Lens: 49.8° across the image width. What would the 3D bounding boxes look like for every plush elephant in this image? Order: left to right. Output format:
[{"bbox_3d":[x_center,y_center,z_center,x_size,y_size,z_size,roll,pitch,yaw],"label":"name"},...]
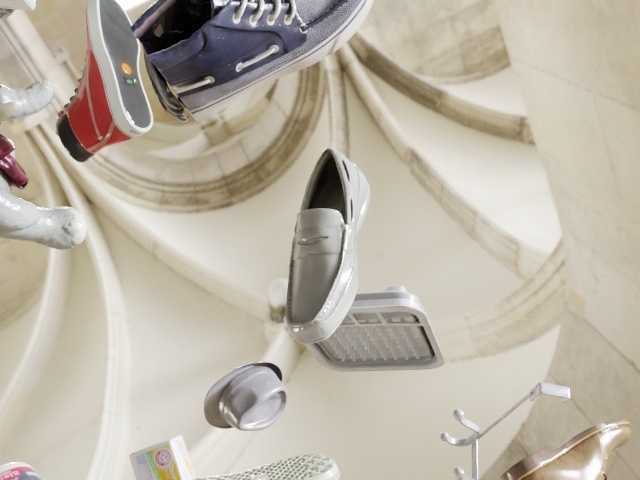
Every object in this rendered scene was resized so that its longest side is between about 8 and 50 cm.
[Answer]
[{"bbox_3d":[-0.500,-0.157,0.991,0.272,0.330,0.255,44,-65,28],"label":"plush elephant"}]

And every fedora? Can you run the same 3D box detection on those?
[{"bbox_3d":[-0.206,0.498,2.106,0.275,0.243,0.124,-16,-145,-36],"label":"fedora"}]

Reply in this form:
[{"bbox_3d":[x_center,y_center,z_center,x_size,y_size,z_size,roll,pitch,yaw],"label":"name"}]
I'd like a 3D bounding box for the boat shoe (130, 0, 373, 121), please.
[{"bbox_3d":[-0.078,-0.288,0.884,0.340,0.127,0.158,-36,164,-3],"label":"boat shoe"}]

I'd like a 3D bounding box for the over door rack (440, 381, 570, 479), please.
[{"bbox_3d":[0.301,0.402,1.195,0.324,0.108,0.239,129,-26,-50],"label":"over door rack"}]

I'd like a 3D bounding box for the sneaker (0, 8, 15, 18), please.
[{"bbox_3d":[-0.661,-0.475,1.338,0.130,0.087,0.227,-47,-164,-20],"label":"sneaker"}]

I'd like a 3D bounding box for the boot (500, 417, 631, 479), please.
[{"bbox_3d":[0.450,0.398,1.191,0.305,0.112,0.115,-13,-125,-33],"label":"boot"}]

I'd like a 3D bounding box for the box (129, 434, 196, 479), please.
[{"bbox_3d":[-0.370,0.593,1.680,0.114,0.203,0.103,-22,170,1],"label":"box"}]

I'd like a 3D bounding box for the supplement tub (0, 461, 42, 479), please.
[{"bbox_3d":[-0.689,0.668,1.594,0.272,0.191,0.191,35,-118,27],"label":"supplement tub"}]

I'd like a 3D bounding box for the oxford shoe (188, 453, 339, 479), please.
[{"bbox_3d":[-0.174,0.540,1.365,0.449,0.130,0.169,-9,-170,-10],"label":"oxford shoe"}]

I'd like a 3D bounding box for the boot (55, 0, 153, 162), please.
[{"bbox_3d":[-0.370,-0.256,1.097,0.176,0.244,0.088,-18,168,29],"label":"boot"}]

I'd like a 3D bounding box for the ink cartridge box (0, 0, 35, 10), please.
[{"bbox_3d":[-0.459,-0.352,0.713,0.285,0.166,0.395,1,-168,-18],"label":"ink cartridge box"}]

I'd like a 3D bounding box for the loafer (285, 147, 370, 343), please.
[{"bbox_3d":[0.000,0.000,1.012,0.112,0.111,0.319,-13,-134,27],"label":"loafer"}]

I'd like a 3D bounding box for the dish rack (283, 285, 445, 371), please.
[{"bbox_3d":[0.101,0.186,1.441,0.285,0.333,0.072,-6,-123,17],"label":"dish rack"}]
